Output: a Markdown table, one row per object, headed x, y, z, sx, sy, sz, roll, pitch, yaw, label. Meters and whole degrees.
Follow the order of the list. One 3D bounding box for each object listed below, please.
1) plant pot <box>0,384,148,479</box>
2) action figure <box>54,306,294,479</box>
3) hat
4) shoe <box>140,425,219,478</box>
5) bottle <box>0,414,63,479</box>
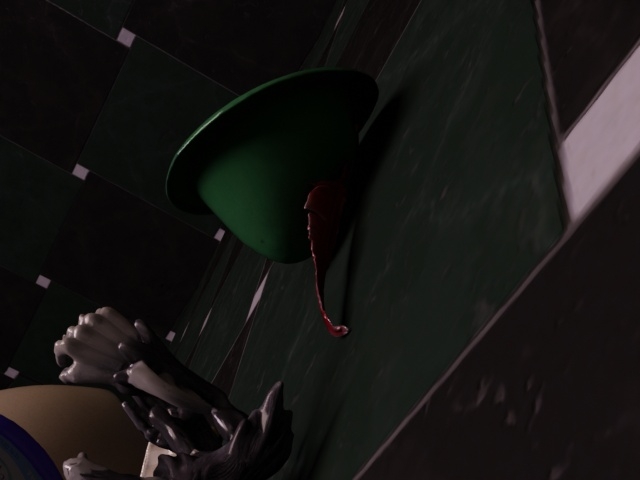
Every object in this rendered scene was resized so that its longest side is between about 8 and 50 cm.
| x | y | z | sx | sy | sz | roll | pitch | yaw | label |
| --- | --- | --- | --- | --- | --- | --- | --- | --- | --- |
| -0.288 | 0.274 | 0.910 | 0.190 | 0.284 | 0.284 | -29 | -8 | -24 | plant pot |
| -0.101 | 0.134 | 0.432 | 0.164 | 0.140 | 0.276 | -65 | 5 | -16 | action figure |
| 0.000 | 0.000 | 0.579 | 0.208 | 0.184 | 0.173 | -15 | -24 | -42 | hat |
| -0.147 | 0.247 | 0.660 | 0.076 | 0.058 | 0.219 | -52 | 15 | 57 | shoe |
| -0.217 | 0.194 | 0.426 | 0.092 | 0.118 | 0.283 | -31 | 10 | 4 | bottle |
